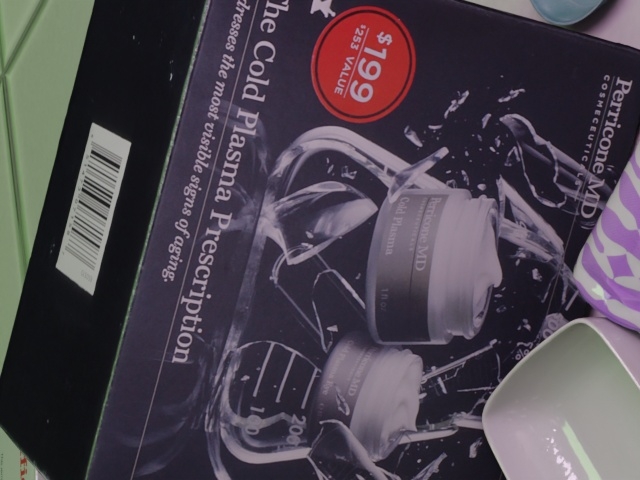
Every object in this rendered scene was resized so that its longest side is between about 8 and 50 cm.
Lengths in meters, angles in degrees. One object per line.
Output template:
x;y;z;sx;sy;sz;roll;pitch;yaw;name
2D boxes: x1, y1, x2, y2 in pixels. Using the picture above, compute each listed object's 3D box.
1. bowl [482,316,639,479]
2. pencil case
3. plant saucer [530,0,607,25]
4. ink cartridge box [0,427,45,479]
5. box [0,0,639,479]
0.172;0.124;1.059;0.142;0.053;0.142;60;140;19;bowl
0.217;-0.036;1.002;0.088;0.086;0.206;35;124;20;pencil case
0.174;-0.199;1.174;0.119;0.021;0.119;-15;72;61;plant saucer
-0.289;0.293;1.856;0.289;0.121;0.211;-30;60;57;ink cartridge box
0.000;0.000;1.133;0.179;0.312;0.343;28;105;59;box
